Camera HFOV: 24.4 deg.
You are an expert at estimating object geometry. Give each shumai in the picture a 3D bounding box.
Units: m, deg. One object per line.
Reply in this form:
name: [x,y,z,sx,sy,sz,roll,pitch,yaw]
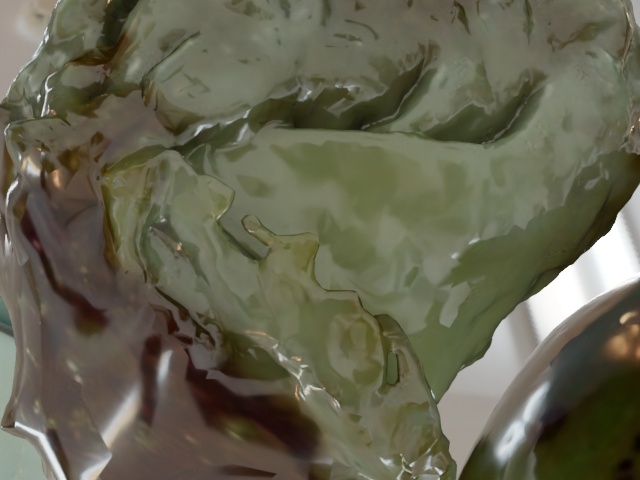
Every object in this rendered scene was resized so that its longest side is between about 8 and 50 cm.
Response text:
shumai: [0.006,-0.002,0.374,0.184,0.184,0.142,5,-138,-15]

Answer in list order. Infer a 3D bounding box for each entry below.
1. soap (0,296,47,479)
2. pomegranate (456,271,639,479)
soap: [-0.089,0.077,0.764,0.230,0.091,0.145,15,-158,-27]
pomegranate: [0.214,0.103,0.500,0.310,0.216,0.358,19,-167,26]
